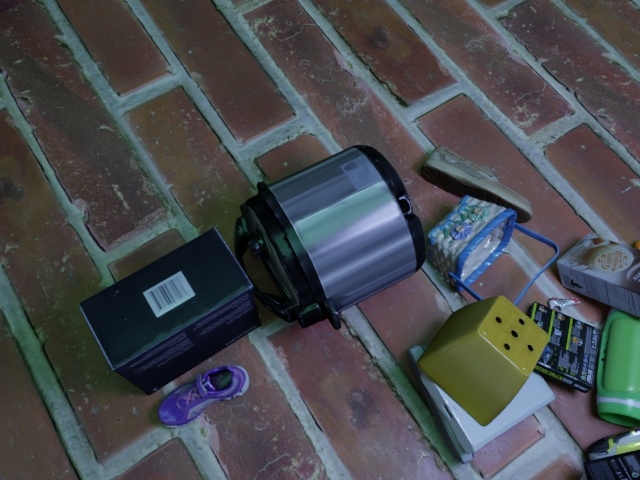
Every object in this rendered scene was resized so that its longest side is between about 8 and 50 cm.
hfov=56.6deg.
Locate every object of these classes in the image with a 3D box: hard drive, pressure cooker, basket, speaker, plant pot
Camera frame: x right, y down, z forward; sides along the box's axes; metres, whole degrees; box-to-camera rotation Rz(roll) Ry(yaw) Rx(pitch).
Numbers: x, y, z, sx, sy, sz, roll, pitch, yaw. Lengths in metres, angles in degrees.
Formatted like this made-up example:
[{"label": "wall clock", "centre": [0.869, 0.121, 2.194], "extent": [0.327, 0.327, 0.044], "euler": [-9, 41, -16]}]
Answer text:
[{"label": "hard drive", "centre": [0.410, 0.357, 1.442], "extent": [0.307, 0.040, 0.203], "euler": [-17, 65, -33]}, {"label": "pressure cooker", "centre": [-0.001, -0.004, 1.469], "extent": [0.420, 0.370, 0.376], "euler": [-27, 106, -10]}, {"label": "basket", "centre": [0.436, 0.035, 1.562], "extent": [0.289, 0.201, 0.255], "euler": [37, 69, 25]}, {"label": "speaker", "centre": [0.773, 0.306, 1.491], "extent": [0.131, 0.131, 0.297], "euler": [17, 67, 6]}, {"label": "plant pot", "centre": [0.387, 0.251, 1.357], "extent": [0.212, 0.187, 0.212], "euler": [42, 49, 8]}]

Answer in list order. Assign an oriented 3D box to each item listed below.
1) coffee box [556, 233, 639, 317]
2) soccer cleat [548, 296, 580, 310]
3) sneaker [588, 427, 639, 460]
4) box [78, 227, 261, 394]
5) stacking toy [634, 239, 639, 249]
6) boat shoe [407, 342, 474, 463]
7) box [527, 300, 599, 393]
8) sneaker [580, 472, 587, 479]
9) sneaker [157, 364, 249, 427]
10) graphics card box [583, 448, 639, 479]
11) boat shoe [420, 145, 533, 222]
[{"label": "coffee box", "centre": [0.762, 0.087, 1.533], "extent": [0.141, 0.098, 0.246], "euler": [-37, 32, -16]}, {"label": "soccer cleat", "centre": [0.658, 0.172, 1.603], "extent": [0.083, 0.029, 0.036], "euler": [2, 74, 3]}, {"label": "sneaker", "centre": [0.830, 0.507, 1.394], "extent": [0.384, 0.145, 0.147], "euler": [-5, 68, -1]}, {"label": "box", "centre": [-0.336, 0.179, 1.418], "extent": [0.343, 0.312, 0.179], "euler": [-31, 70, -15]}, {"label": "stacking toy", "centre": [0.944, 0.115, 1.587], "extent": [0.165, 0.175, 0.302], "euler": [-17, 53, -9]}, {"label": "boat shoe", "centre": [0.312, 0.385, 1.453], "extent": [0.094, 0.109, 0.302], "euler": [-19, 65, -6]}, {"label": "box", "centre": [0.610, 0.269, 1.521], "extent": [0.184, 0.045, 0.191], "euler": [21, 49, 10]}, {"label": "sneaker", "centre": [0.709, 0.609, 1.385], "extent": [0.212, 0.080, 0.094], "euler": [20, 55, 9]}, {"label": "sneaker", "centre": [-0.290, 0.369, 1.447], "extent": [0.236, 0.104, 0.095], "euler": [-26, 70, -11]}, {"label": "graphics card box", "centre": [0.773, 0.528, 1.231], "extent": [0.370, 0.233, 0.094], "euler": [-17, 111, 10]}, {"label": "boat shoe", "centre": [0.459, -0.168, 1.699], "extent": [0.341, 0.122, 0.110], "euler": [31, 69, 13]}]
